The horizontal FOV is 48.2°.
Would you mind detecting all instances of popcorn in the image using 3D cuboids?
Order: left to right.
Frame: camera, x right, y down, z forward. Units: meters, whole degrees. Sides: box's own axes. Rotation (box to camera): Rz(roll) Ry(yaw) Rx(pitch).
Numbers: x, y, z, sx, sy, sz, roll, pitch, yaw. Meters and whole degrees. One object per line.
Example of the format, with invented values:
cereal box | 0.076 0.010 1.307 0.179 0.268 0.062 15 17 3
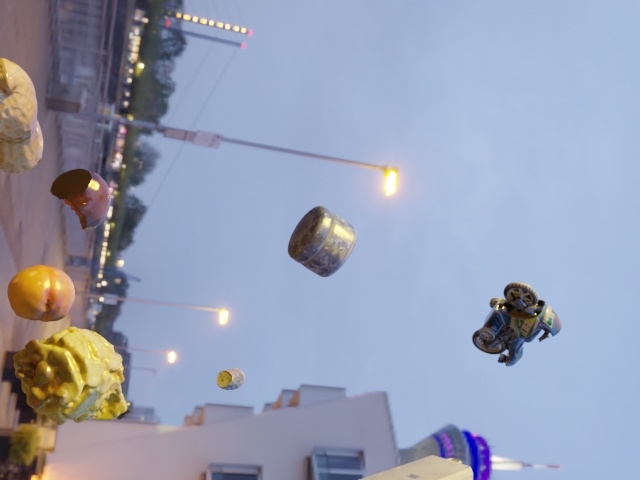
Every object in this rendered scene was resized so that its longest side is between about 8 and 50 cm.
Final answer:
popcorn | -0.683 0.367 1.928 0.237 0.293 0.292 -8 109 -74

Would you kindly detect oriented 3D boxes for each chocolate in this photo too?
chocolate | -0.547 -0.090 1.648 0.133 0.128 0.124 86 0 -60

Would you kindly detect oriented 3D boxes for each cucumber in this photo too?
cucumber | -0.262 0.403 2.071 0.112 0.064 0.064 21 75 -73

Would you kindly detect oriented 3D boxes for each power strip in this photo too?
power strip | 0.190 0.493 1.446 0.118 0.271 0.046 2 -88 50

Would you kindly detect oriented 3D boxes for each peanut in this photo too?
peanut | -0.546 -0.213 1.253 0.117 0.101 0.263 53 -27 11

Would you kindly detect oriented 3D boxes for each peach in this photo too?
peach | -0.615 0.117 1.580 0.138 0.138 0.138 -172 -90 -73

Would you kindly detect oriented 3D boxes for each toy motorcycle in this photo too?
toy motorcycle | 0.401 0.177 1.454 0.092 0.136 0.254 -59 171 -38

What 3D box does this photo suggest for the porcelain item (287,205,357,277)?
porcelain item | 0.000 0.000 1.686 0.147 0.114 0.147 -46 -158 25
